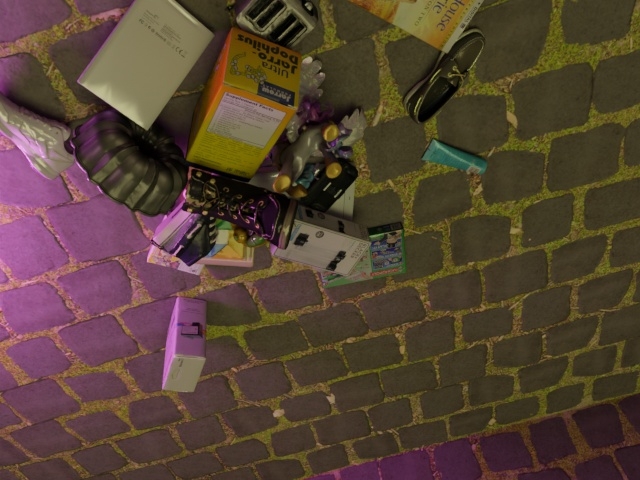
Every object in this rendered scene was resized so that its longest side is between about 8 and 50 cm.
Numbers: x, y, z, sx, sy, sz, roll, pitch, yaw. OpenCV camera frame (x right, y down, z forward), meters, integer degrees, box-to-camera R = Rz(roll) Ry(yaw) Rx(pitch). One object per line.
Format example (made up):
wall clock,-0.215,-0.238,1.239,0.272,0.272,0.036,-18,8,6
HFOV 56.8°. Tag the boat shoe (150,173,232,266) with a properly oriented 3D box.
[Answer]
boat shoe,-0.354,-0.068,1.820,0.340,0.127,0.158,-40,114,18

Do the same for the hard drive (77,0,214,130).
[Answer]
hard drive,-0.439,-0.465,1.507,0.203,0.040,0.307,36,89,-33

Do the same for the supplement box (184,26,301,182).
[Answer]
supplement box,-0.211,-0.342,1.565,0.194,0.195,0.356,15,148,-22

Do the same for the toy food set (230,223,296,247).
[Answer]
toy food set,-0.198,-0.047,1.816,0.218,0.071,0.128,-23,91,31

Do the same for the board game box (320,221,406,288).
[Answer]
board game box,0.147,0.057,2.141,0.317,0.046,0.213,-11,131,-1

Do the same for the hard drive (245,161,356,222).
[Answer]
hard drive,-0.066,-0.141,1.934,0.353,0.047,0.233,-4,131,-7

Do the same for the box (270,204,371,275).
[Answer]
box,0.000,0.000,1.924,0.290,0.087,0.169,17,125,-26

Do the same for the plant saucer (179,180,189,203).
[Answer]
plant saucer,-0.367,-0.129,1.901,0.168,0.029,0.168,-5,131,-6

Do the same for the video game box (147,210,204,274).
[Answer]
video game box,-0.461,0.012,1.990,0.187,0.048,0.205,16,125,-25

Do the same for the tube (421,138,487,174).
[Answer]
tube,0.439,-0.266,1.923,0.207,0.052,0.080,15,121,-15

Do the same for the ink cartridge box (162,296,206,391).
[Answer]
ink cartridge box,-0.488,0.376,2.140,0.117,0.278,0.201,11,127,-18

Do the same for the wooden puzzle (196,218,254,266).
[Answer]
wooden puzzle,-0.321,-0.016,1.919,0.221,0.044,0.239,4,118,-6

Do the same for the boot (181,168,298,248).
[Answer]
boot,-0.216,-0.091,1.566,0.284,0.377,0.138,15,102,-14

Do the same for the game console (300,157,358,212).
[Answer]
game console,-0.010,-0.113,1.910,0.213,0.044,0.361,26,122,-31

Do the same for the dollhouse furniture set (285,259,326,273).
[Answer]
dollhouse furniture set,-0.040,0.078,2.075,0.151,0.058,0.076,29,138,-2

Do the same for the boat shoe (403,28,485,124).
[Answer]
boat shoe,0.366,-0.465,1.705,0.109,0.091,0.305,23,122,-34

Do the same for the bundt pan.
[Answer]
bundt pan,-0.488,-0.228,1.595,0.124,0.331,0.331,-38,126,23

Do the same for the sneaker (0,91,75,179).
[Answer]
sneaker,-0.790,-0.315,1.632,0.152,0.114,0.305,-32,134,-2

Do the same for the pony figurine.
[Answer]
pony figurine,-0.032,-0.287,1.665,0.351,0.363,0.303,-45,117,7

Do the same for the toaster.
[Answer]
toaster,-0.121,-0.578,1.513,0.185,0.110,0.168,-38,125,21

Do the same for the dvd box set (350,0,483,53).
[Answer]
dvd box set,0.241,-0.701,1.506,0.420,0.062,0.307,19,125,-24
